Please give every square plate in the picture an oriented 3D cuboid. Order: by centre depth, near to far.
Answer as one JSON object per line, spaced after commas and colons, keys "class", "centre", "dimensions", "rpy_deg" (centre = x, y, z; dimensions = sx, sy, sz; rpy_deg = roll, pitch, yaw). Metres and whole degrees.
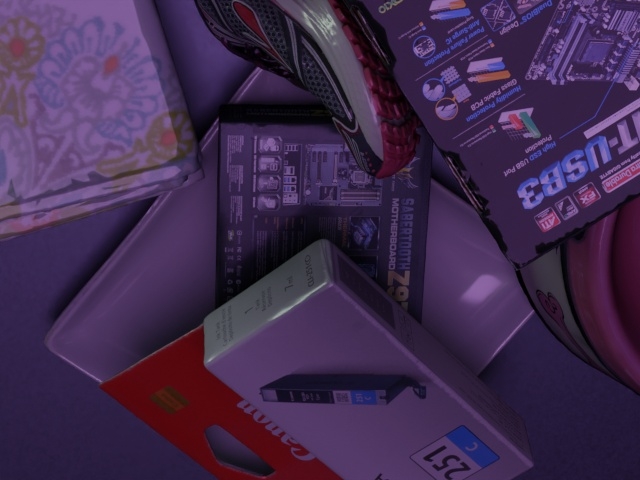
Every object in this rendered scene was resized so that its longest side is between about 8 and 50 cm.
{"class": "square plate", "centre": [-0.016, 0.056, 1.487], "dimensions": [0.347, 0.049, 0.344], "rpy_deg": [35, 105, -16]}

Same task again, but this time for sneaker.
{"class": "sneaker", "centre": [-0.023, -0.173, 1.331], "dimensions": [0.112, 0.121, 0.299], "rpy_deg": [-38, 77, 17]}

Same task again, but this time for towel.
{"class": "towel", "centre": [-0.294, -0.174, 1.341], "dimensions": [0.320, 0.090, 0.374], "rpy_deg": [-17, 104, 0]}

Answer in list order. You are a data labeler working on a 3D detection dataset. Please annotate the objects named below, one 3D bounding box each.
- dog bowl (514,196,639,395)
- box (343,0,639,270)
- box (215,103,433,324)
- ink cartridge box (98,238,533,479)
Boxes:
{"class": "dog bowl", "centre": [0.375, -0.020, 1.395], "dimensions": [0.408, 0.150, 0.408], "rpy_deg": [-3, 111, -7]}
{"class": "box", "centre": [0.194, -0.177, 1.230], "dimensions": [0.295, 0.073, 0.293], "rpy_deg": [-33, 98, 9]}
{"class": "box", "centre": [0.000, 0.000, 1.407], "dimensions": [0.183, 0.059, 0.233], "rpy_deg": [0, 111, -3]}
{"class": "ink cartridge box", "centre": [-0.003, 0.163, 1.419], "dimensions": [0.261, 0.066, 0.296], "rpy_deg": [-34, 124, 21]}
